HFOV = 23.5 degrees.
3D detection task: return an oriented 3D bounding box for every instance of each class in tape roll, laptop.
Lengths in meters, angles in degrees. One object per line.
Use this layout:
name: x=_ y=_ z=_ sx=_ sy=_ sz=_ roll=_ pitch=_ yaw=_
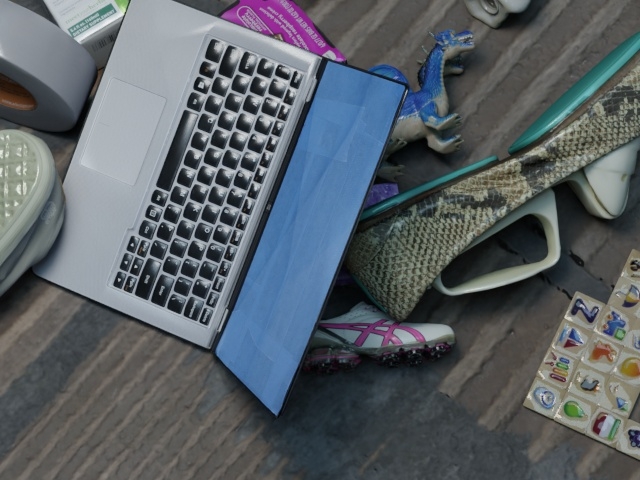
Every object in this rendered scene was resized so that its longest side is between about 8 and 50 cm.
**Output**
tape roll: x=-0.387 y=-0.219 z=1.899 sx=0.219 sy=0.219 sz=0.072 roll=20 pitch=72 yaw=10
laptop: x=-0.133 y=-0.061 z=1.758 sx=0.408 sy=0.236 sz=0.382 roll=22 pitch=95 yaw=11

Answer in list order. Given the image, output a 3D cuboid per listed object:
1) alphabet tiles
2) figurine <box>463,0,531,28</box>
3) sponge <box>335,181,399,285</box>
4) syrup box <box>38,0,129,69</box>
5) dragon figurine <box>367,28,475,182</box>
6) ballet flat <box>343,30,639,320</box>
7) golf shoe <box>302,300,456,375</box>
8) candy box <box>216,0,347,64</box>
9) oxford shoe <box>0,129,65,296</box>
alphabet tiles: x=0.380 y=0.135 z=1.838 sx=0.198 sy=0.009 sz=0.237 roll=25 pitch=74 yaw=12
figurine: x=0.223 y=-0.407 z=1.998 sx=0.215 sy=0.092 sz=0.209 roll=34 pitch=72 yaw=13
sponge: x=0.000 y=0.000 z=1.897 sx=0.210 sy=0.031 sz=0.117 roll=-9 pitch=71 yaw=1
syrup box: x=-0.329 y=-0.342 z=2.002 sx=0.093 sy=0.096 sz=0.237 roll=-31 pitch=73 yaw=-7
dragon figurine: x=0.082 y=-0.157 z=1.908 sx=0.289 sy=0.085 sz=0.144 roll=-27 pitch=56 yaw=-8
ballet flat: x=0.250 y=-0.061 z=1.847 sx=0.483 sy=0.164 sz=0.182 roll=-33 pitch=93 yaw=-10
golf shoe: x=0.068 y=0.109 z=1.835 sx=0.186 sy=0.067 sz=0.086 roll=-4 pitch=69 yaw=3
candy box: x=-0.103 y=-0.203 z=1.952 sx=0.233 sy=0.071 sz=0.159 roll=-39 pitch=74 yaw=-9
oxford shoe: x=-0.464 y=0.058 z=1.862 sx=0.169 sy=0.130 sz=0.449 roll=43 pitch=94 yaw=20
